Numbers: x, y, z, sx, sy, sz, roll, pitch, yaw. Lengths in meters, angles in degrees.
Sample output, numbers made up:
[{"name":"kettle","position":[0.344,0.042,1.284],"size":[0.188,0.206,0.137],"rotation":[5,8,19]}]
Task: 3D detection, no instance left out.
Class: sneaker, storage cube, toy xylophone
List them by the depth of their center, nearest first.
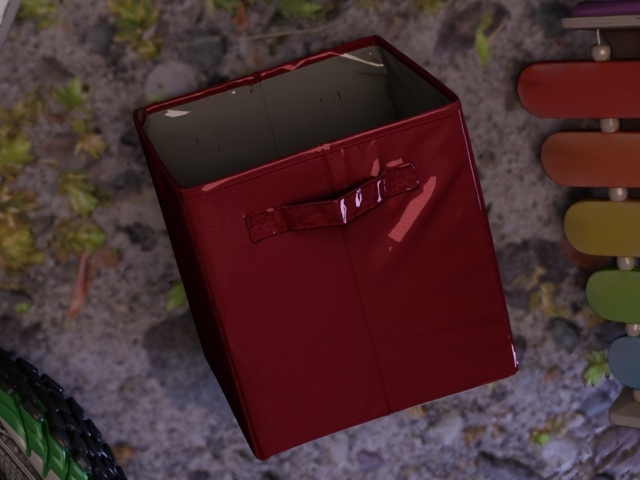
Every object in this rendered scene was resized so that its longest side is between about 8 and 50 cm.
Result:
[{"name":"storage cube","position":[0.000,0.000,1.267],"size":[0.183,0.215,0.193],"rotation":[-18,113,-9]},{"name":"sneaker","position":[-0.182,0.225,1.318],"size":[0.146,0.134,0.344],"rotation":[-26,108,-5]},{"name":"toy xylophone","position":[0.273,-0.022,1.336],"size":[0.081,0.236,0.323],"rotation":[-28,106,-48]}]

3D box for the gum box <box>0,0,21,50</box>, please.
[{"name":"gum box","position":[-0.211,-0.189,1.222],"size":[0.062,0.107,0.188],"rotation":[22,98,-17]}]
